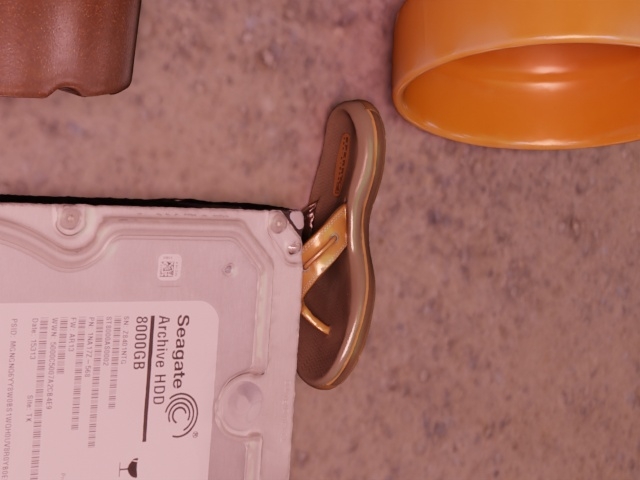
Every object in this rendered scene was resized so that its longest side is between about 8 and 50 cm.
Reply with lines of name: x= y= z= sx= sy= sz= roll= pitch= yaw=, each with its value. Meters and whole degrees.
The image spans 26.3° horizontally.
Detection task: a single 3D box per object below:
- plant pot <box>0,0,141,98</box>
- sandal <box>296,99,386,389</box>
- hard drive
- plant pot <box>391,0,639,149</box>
plant pot: x=-0.150 y=-0.157 z=0.655 sx=0.167 sy=0.167 sz=0.165 roll=-5 pitch=107 yaw=-37
sandal: x=0.000 y=0.000 z=0.839 sx=0.049 sy=0.072 sz=0.180 roll=8 pitch=88 yaw=-31
hard drive: x=-0.163 y=0.093 z=0.729 sx=0.339 sy=0.064 sz=0.237 roll=2 pitch=95 yaw=-39
plant pot: x=0.148 y=-0.176 z=0.864 sx=0.205 sy=0.205 sz=0.188 roll=12 pitch=73 yaw=-38
